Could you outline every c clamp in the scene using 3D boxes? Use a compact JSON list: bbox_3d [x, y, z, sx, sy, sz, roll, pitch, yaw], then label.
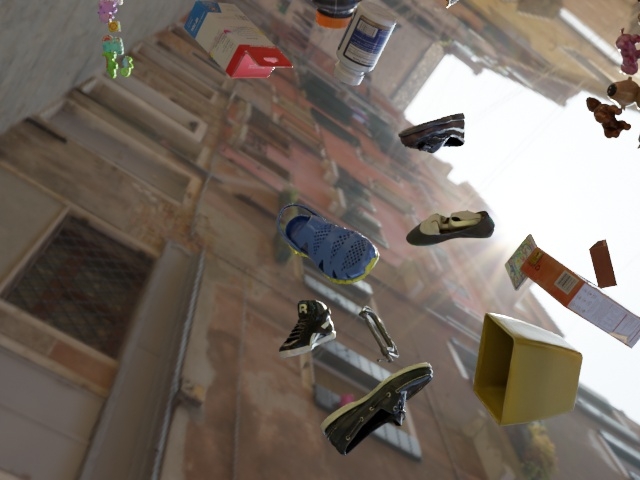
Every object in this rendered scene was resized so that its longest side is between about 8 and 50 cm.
[{"bbox_3d":[0.132,0.213,1.557,0.022,0.137,0.160,-39,-122,17],"label":"c clamp"}]

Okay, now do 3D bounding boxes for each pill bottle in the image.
[{"bbox_3d":[0.066,-0.310,1.082,0.067,0.067,0.120,-80,-165,-54],"label":"pill bottle"},{"bbox_3d":[0.039,-0.607,1.528,0.130,0.130,0.245,-79,175,-52],"label":"pill bottle"}]

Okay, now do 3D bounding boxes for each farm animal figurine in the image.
[{"bbox_3d":[0.808,-0.380,1.664,0.330,0.327,0.172,-62,-171,13],"label":"farm animal figurine"}]

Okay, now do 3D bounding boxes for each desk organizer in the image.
[{"bbox_3d":[0.767,0.064,1.854,0.050,0.130,0.047,-14,-160,21],"label":"desk organizer"}]

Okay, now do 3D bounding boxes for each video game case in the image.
[{"bbox_3d":[0.500,0.053,1.679,0.087,0.011,0.122,-101,-154,-42],"label":"video game case"}]

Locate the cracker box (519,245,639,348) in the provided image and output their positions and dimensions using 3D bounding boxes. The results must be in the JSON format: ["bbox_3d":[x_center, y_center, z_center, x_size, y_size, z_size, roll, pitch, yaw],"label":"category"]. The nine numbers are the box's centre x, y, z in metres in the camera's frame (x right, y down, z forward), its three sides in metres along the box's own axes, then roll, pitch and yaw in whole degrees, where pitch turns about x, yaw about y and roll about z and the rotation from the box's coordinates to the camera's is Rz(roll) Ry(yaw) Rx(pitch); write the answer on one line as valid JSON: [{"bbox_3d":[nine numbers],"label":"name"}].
[{"bbox_3d":[0.530,0.114,1.366,0.067,0.232,0.155,-55,-150,11],"label":"cracker box"}]

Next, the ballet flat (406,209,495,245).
[{"bbox_3d":[0.286,-0.035,1.528,0.203,0.074,0.074,-6,-139,20],"label":"ballet flat"}]

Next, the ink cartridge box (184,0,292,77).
[{"bbox_3d":[-0.187,-0.447,1.569,0.134,0.231,0.078,-19,153,-53],"label":"ink cartridge box"}]

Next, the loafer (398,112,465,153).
[{"bbox_3d":[0.312,-0.274,1.802,0.109,0.095,0.302,-11,-171,38],"label":"loafer"}]

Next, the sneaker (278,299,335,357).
[{"bbox_3d":[-0.048,0.214,1.713,0.079,0.121,0.217,-15,179,32],"label":"sneaker"}]

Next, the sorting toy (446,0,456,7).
[{"bbox_3d":[0.273,-0.555,1.484,0.083,0.075,0.045,-40,169,-30],"label":"sorting toy"}]

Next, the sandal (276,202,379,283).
[{"bbox_3d":[0.000,0.000,1.577,0.317,0.138,0.126,22,-108,45],"label":"sandal"}]

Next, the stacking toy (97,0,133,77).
[{"bbox_3d":[-0.493,-0.490,1.586,0.167,0.052,0.221,-98,-178,-77],"label":"stacking toy"}]

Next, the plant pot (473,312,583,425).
[{"bbox_3d":[0.500,0.309,1.630,0.212,0.187,0.212,-111,-153,-79],"label":"plant pot"}]

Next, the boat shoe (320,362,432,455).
[{"bbox_3d":[0.169,0.453,1.807,0.340,0.127,0.113,-28,-128,-7],"label":"boat shoe"}]
